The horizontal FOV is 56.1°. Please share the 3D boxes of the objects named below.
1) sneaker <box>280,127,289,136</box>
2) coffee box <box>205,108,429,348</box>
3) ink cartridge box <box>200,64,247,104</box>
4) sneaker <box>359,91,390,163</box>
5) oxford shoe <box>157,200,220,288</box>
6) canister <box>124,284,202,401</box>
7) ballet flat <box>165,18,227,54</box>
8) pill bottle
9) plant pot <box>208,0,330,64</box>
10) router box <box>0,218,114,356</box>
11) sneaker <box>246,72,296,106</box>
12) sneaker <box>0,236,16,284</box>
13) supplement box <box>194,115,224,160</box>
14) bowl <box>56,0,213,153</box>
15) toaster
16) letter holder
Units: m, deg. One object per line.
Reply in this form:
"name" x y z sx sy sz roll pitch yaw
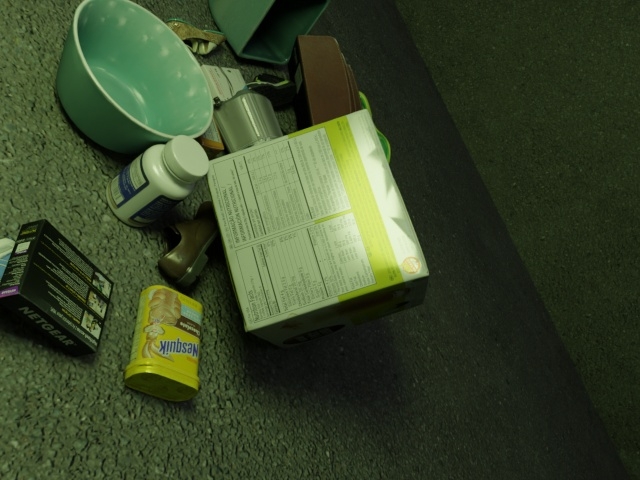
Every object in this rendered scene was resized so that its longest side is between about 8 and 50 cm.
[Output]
"sneaker" -0.020 -0.230 1.694 0.302 0.108 0.121 20 54 -46
"coffee box" 0.000 0.000 1.213 0.337 0.334 0.338 64 8 -73
"ink cartridge box" -0.258 -0.378 1.512 0.180 0.060 0.104 -19 81 -59
"sneaker" 0.140 -0.369 2.076 0.123 0.109 0.295 -26 89 -36
"oxford shoe" -0.258 -0.016 1.196 0.096 0.083 0.227 41 34 -22
"canister" -0.265 0.175 1.038 0.126 0.073 0.170 34 39 -38
"ballet flat" -0.319 -0.514 1.547 0.206 0.073 0.067 -10 101 -55
"pill bottle" -0.298 -0.112 1.111 0.112 0.187 0.112 36 39 -36
"plant pot" -0.176 -0.695 1.731 0.252 0.247 0.248 50 28 14
"router box" -0.389 0.074 0.901 0.179 0.046 0.133 62 21 -47
"sneaker" -0.164 -0.424 1.700 0.097 0.084 0.235 35 28 19
"sneaker" -0.480 0.060 0.805 0.081 0.080 0.211 58 31 -2
"supplement box" -0.298 -0.293 1.368 0.080 0.078 0.233 10 58 -56
"bowl" -0.377 -0.293 1.167 0.311 0.163 0.311 35 40 -36
"toaster" -0.173 -0.272 1.460 0.146 0.129 0.227 65 13 2
"letter holder" 0.039 -0.433 1.775 0.214 0.152 0.301 -4 72 -15
